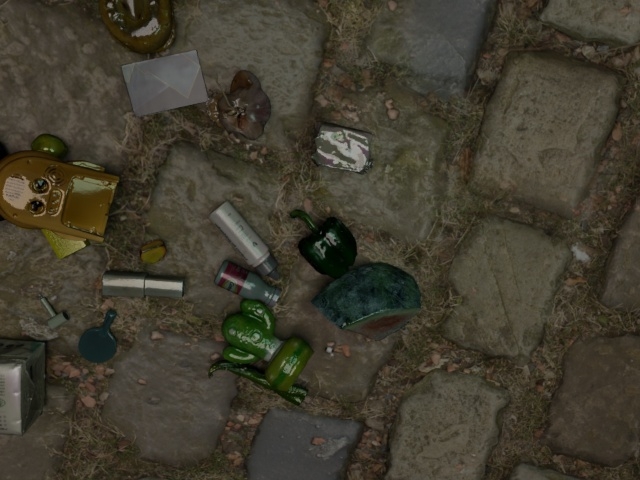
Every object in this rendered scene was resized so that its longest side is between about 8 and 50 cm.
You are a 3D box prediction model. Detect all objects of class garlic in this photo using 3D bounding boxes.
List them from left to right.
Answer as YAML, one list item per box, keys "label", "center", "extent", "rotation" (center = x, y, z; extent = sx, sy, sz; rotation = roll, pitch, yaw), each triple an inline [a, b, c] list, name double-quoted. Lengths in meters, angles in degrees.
- label: "garlic"
  center: [-0.278, -0.417, 1.502]
  extent: [0.207, 0.256, 0.207]
  rotation: [-6, 78, 32]

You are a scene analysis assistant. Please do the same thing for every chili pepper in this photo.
- label: "chili pepper"
  center: [-0.215, 0.493, 1.745]
  extent: [0.359, 0.076, 0.085]
  rotation: [24, 119, -12]
- label: "chili pepper"
  center: [0.000, 0.000, 1.629]
  extent: [0.174, 0.165, 0.261]
  rotation: [-40, 100, 15]

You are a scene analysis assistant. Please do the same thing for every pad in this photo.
- label: "pad"
  center: [-0.486, -0.492, 1.559]
  extent: [0.242, 0.004, 0.164]
  rotation: [-13, 102, -3]

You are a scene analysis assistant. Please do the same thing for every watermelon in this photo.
- label: "watermelon"
  center: [0.170, 0.232, 1.680]
  extent: [0.387, 0.228, 0.258]
  rotation: [-16, 136, -23]

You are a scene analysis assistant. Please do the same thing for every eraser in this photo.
- label: "eraser"
  center: [-0.821, -0.015, 1.598]
  extent: [0.097, 0.045, 0.122]
  rotation: [-27, 101, 0]

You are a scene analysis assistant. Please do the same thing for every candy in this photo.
- label: "candy"
  center: [0.065, -0.292, 1.566]
  extent: [0.195, 0.185, 0.137]
  rotation: [9, 104, -8]

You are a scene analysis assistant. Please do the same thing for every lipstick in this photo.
- label: "lipstick"
  center: [-0.578, 0.146, 1.638]
  extent: [0.252, 0.079, 0.078]
  rotation: [3, 99, -8]

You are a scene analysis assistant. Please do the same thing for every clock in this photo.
- label: "clock"
  center: [-0.780, -0.136, 1.450]
  extent: [0.317, 0.200, 0.244]
  rotation: [16, 87, -38]

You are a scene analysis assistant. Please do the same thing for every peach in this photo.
- label: "peach"
  center: [-0.549, 0.032, 1.631]
  extent: [0.077, 0.050, 0.083]
  rotation: [28, 108, -34]

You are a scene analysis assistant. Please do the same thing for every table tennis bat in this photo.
- label: "table tennis bat"
  center: [-0.741, 0.326, 1.681]
  extent: [0.124, 0.033, 0.201]
  rotation: [25, 100, -12]

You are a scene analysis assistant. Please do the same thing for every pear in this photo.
- label: "pear"
  center: [-0.832, -0.286, 1.526]
  extent: [0.097, 0.092, 0.092]
  rotation: [-11, 106, -47]

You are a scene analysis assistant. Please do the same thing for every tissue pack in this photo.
- label: "tissue pack"
  center: [-1.094, 0.461, 1.588]
  extent: [0.356, 0.194, 0.266]
  rotation: [6, 101, -5]

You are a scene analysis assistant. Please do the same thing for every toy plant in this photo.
- label: "toy plant"
  center: [-0.196, 0.357, 1.691]
  extent: [0.315, 0.184, 0.224]
  rotation: [37, 88, 4]

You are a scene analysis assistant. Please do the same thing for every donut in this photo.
- label: "donut"
  center: [-0.538, -0.685, 1.453]
  extent: [0.208, 0.128, 0.262]
  rotation: [-10, 100, -3]

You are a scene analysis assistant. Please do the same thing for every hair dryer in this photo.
- label: "hair dryer"
  center: [-0.893, 0.227, 1.648]
  extent: [0.063, 0.038, 0.124]
  rotation: [-31, 95, -1]

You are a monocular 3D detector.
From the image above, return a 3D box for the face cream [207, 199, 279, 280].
- label: "face cream"
  center: [-0.239, 0.012, 1.641]
  extent: [0.092, 0.092, 0.311]
  rotation: [-39, 103, 3]

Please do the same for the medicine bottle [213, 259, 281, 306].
- label: "medicine bottle"
  center: [-0.243, 0.149, 1.666]
  extent: [0.216, 0.090, 0.090]
  rotation: [26, 97, -10]

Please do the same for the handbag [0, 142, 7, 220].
- label: "handbag"
  center: [-1.028, -0.173, 1.479]
  extent: [0.181, 0.181, 0.255]
  rotation: [-12, 103, -12]
